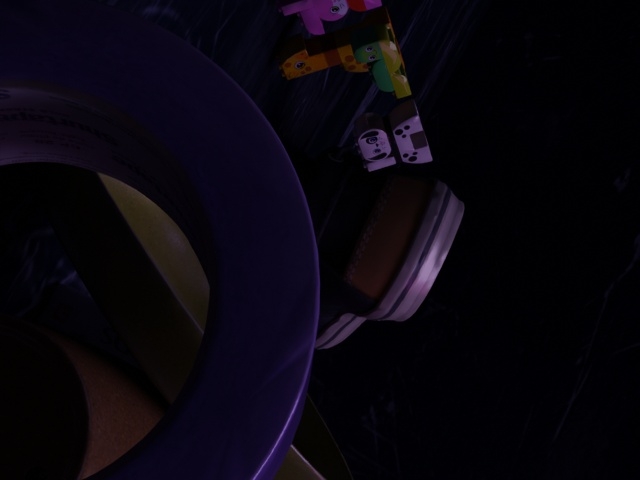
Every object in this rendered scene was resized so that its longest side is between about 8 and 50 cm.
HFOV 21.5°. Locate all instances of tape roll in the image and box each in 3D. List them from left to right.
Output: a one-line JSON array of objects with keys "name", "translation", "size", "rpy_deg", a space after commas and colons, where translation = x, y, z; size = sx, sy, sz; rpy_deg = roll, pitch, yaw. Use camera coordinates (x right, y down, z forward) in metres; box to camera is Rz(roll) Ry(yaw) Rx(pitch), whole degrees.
[{"name": "tape roll", "translation": [-0.095, 0.023, 0.529], "size": [0.189, 0.189, 0.080], "rpy_deg": [-61, 174, -14]}]

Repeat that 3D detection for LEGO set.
[{"name": "LEGO set", "translation": [0.010, -0.146, 1.277], "size": [0.227, 0.093, 0.087], "rpy_deg": [66, 9, -50]}]

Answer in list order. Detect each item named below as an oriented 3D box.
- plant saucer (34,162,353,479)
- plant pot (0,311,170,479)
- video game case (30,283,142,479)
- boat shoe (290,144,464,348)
[{"name": "plant saucer", "translation": [-0.066, 0.033, 0.803], "size": [0.037, 0.241, 0.241], "rpy_deg": [-36, 176, 3]}, {"name": "plant pot", "translation": [-0.130, 0.139, 0.771], "size": [0.237, 0.237, 0.254], "rpy_deg": [-60, 160, -24]}, {"name": "video game case", "translation": [-0.128, 0.140, 0.954], "size": [0.190, 0.173, 0.022], "rpy_deg": [-62, 152, -8]}, {"name": "boat shoe", "translation": [0.000, 0.000, 1.645], "size": [0.500, 0.156, 0.186], "rpy_deg": [156, -42, -79]}]
